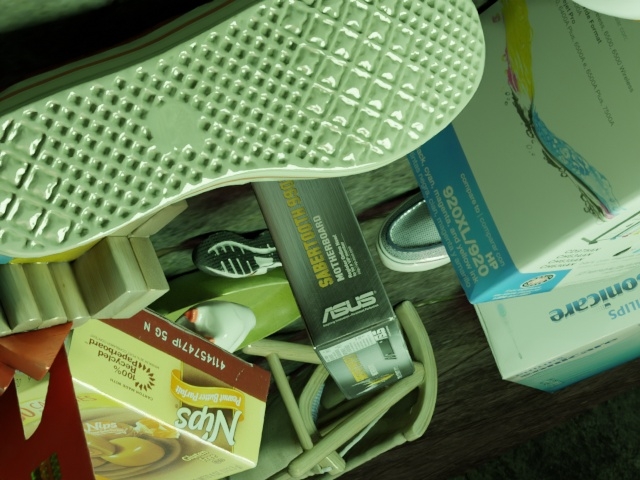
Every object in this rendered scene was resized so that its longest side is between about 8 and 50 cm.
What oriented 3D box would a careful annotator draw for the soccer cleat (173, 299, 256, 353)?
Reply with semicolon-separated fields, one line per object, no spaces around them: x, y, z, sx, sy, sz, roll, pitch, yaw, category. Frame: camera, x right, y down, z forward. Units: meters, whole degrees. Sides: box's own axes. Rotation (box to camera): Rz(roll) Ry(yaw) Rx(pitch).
-0.137;0.110;1.408;0.196;0.068;0.076;-32;165;27;soccer cleat

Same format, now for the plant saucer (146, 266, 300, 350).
-0.117;0.071;1.494;0.241;0.037;0.241;-20;166;-5;plant saucer

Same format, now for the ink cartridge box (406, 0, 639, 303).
0.197;-0.086;1.098;0.171;0.168;0.232;-6;159;-43;ink cartridge box

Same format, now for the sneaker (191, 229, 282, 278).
-0.069;0.017;1.358;0.044;0.040;0.109;-29;163;35;sneaker

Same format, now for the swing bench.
-0.029;0.203;1.845;0.254;0.165;0.253;-9;161;-41;swing bench

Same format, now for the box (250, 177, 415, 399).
0.000;0.000;1.108;0.056;0.183;0.231;-22;166;0;box

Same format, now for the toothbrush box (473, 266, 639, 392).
0.320;0.079;1.962;0.216;0.126;0.295;-24;166;15;toothbrush box

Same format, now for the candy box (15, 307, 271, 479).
-0.212;0.143;1.297;0.183;0.087;0.316;32;143;-33;candy box

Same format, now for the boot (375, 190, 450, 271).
0.132;-0.042;1.400;0.190;0.069;0.086;-27;160;-9;boot

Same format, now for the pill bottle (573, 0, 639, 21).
0.180;-0.173;0.818;0.136;0.136;0.245;-31;163;34;pill bottle

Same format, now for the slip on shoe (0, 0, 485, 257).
-0.057;-0.080;0.925;0.331;0.123;0.101;-21;-161;-21;slip on shoe

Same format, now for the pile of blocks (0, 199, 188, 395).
-0.251;0.053;1.065;0.362;0.113;0.149;-23;163;-2;pile of blocks

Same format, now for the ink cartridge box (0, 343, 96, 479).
-0.274;0.144;1.121;0.239;0.275;0.060;-41;126;11;ink cartridge box
